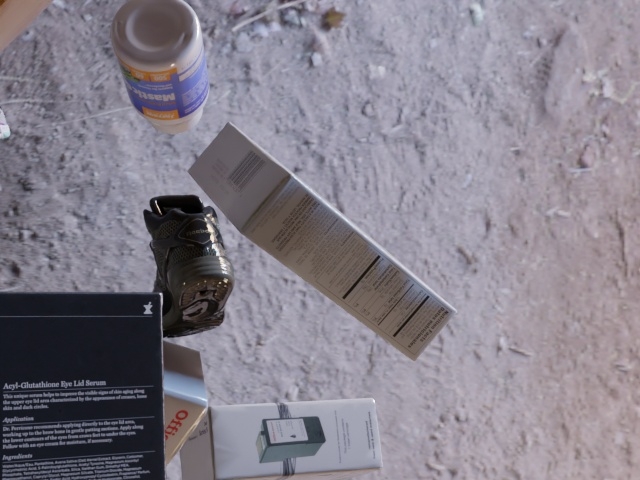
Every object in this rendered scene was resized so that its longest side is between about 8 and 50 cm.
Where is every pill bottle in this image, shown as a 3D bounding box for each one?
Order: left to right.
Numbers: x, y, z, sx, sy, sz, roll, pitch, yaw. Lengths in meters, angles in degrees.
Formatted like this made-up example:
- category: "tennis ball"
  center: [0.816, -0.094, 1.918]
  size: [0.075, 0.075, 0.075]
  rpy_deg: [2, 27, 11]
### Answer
- category: "pill bottle"
  center: [-0.279, -0.302, 1.578]
  size: [0.152, 0.272, 0.152]
  rpy_deg: [1, 68, -2]

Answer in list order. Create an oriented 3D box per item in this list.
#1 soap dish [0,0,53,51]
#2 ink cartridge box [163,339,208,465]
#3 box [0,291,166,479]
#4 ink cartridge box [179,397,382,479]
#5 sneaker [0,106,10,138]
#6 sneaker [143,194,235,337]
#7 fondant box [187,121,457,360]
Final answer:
- category: "soap dish"
  center: [-0.351, -0.252, 0.665]
  size: [0.291, 0.229, 0.118]
  rpy_deg: [45, 34, -24]
- category: "ink cartridge box"
  center: [-0.278, 0.187, 1.042]
  size: [0.237, 0.100, 0.172]
  rpy_deg: [23, 117, -27]
- category: "box"
  center: [-0.262, 0.135, 0.697]
  size: [0.261, 0.103, 0.184]
  rpy_deg: [3, 80, -27]
- category: "ink cartridge box"
  center: [-0.074, 0.345, 1.469]
  size: [0.289, 0.211, 0.121]
  rpy_deg: [2, 69, -22]
- category: "sneaker"
  center: [-0.494, -0.175, 1.296]
  size: [0.038, 0.098, 0.069]
  rpy_deg: [-3, 114, 2]
- category: "sneaker"
  center: [-0.153, 0.030, 0.987]
  size: [0.087, 0.227, 0.130]
  rpy_deg: [-5, 66, -18]
- category: "fondant box"
  center: [0.000, 0.000, 1.173]
  size: [0.096, 0.238, 0.330]
  rpy_deg: [-49, 123, 2]
